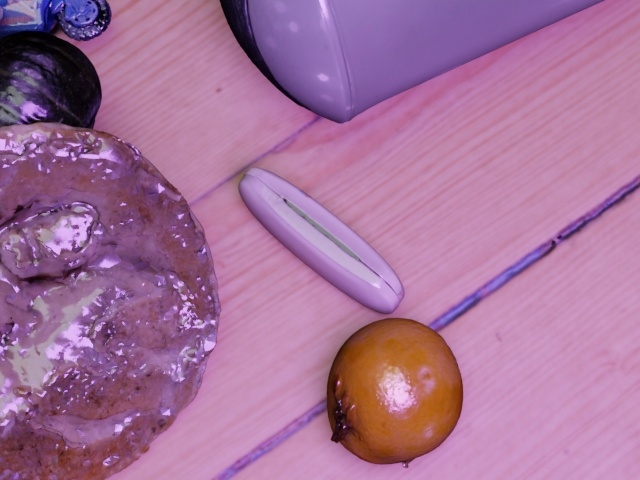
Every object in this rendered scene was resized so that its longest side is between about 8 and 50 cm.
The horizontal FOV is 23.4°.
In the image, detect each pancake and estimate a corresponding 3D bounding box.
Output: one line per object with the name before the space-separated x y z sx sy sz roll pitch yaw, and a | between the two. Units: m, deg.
pancake | -0.276 0.075 1.449 0.387 0.082 0.386 -4 102 -21

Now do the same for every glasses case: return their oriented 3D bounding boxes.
glasses case | 0.000 0.000 1.545 0.204 0.081 0.051 39 79 9

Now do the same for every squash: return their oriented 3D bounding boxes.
squash | -0.293 -0.111 1.528 0.193 0.193 0.156 -45 96 -9

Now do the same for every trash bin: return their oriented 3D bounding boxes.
trash bin | 0.107 -0.300 1.521 0.432 0.280 0.280 -22 76 -7

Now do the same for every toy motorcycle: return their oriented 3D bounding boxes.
toy motorcycle | -0.320 -0.257 1.630 0.205 0.076 0.114 -1 67 4

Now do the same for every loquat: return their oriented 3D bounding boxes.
loquat | 0.071 0.145 1.475 0.141 0.141 0.141 -1 76 2
